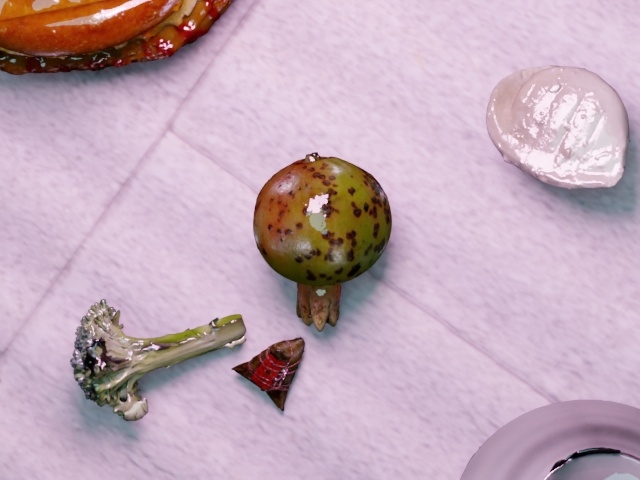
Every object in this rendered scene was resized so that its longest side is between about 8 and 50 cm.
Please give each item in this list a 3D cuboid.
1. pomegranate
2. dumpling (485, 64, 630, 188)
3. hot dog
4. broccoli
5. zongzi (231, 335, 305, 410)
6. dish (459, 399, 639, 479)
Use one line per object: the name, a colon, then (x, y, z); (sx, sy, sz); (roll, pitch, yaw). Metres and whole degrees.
pomegranate: (0.000, 0.000, 1.934); (0.159, 0.159, 0.205); (5, 112, 10)
dumpling: (0.267, -0.123, 1.928); (0.150, 0.092, 0.176); (-20, 79, 3)
hot dog: (-0.266, -0.306, 1.992); (0.405, 0.185, 0.223); (-10, 80, 8)
broccoli: (-0.186, 0.124, 1.978); (0.204, 0.118, 0.122); (-10, 50, -8)
zongzi: (-0.050, 0.158, 1.975); (0.083, 0.067, 0.073); (-32, 90, 23)
dish: (0.298, 0.313, 1.832); (0.317, 0.106, 0.316); (1, 76, -2)
